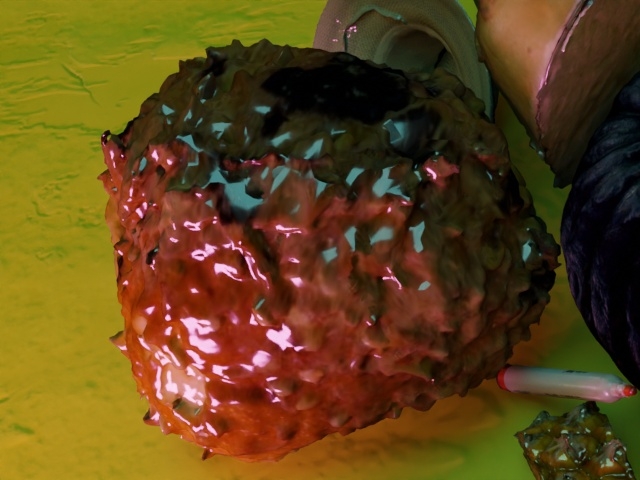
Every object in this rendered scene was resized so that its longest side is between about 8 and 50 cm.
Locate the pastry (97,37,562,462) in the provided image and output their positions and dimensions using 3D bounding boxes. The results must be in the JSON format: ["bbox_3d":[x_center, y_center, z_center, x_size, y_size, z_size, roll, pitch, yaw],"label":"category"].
[{"bbox_3d":[-0.016,-0.008,1.493,0.405,0.337,0.292,-23,23,20],"label":"pastry"}]

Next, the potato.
[{"bbox_3d":[0.211,-0.240,1.563,0.397,0.290,0.296,-24,50,-40],"label":"potato"}]

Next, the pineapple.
[{"bbox_3d":[0.221,0.207,1.391,0.079,0.135,0.233,-27,51,4],"label":"pineapple"}]

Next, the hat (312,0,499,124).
[{"bbox_3d":[0.111,-0.148,1.669,0.110,0.252,0.252,-16,41,-39],"label":"hat"}]

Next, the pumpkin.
[{"bbox_3d":[0.364,-0.021,1.373,0.363,0.266,0.363,-30,39,28],"label":"pumpkin"}]

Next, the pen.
[{"bbox_3d":[0.204,0.118,1.440,0.026,0.026,0.218,-52,15,-14],"label":"pen"}]
